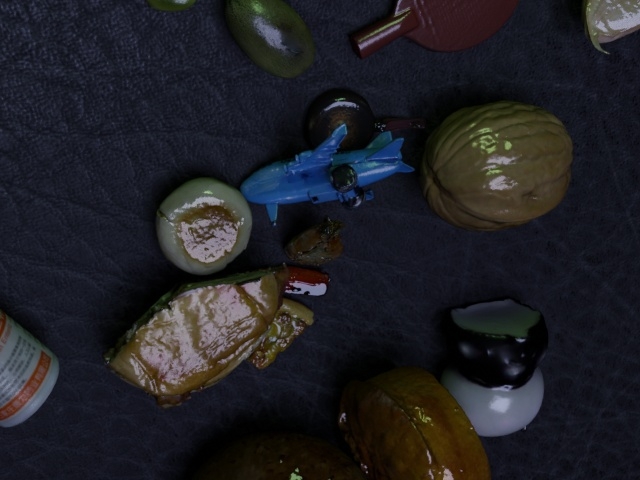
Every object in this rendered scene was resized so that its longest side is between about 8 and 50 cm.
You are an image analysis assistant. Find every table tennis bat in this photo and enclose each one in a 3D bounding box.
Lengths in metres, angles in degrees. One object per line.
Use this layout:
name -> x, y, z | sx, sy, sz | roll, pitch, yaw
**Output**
table tennis bat -> 0.186, -0.374, 1.982 | 0.310, 0.038, 0.200 | -30, 121, -7

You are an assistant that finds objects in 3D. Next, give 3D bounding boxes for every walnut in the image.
walnut -> 0.287, -0.117, 2.044 | 0.261, 0.225, 0.225 | -10, 117, -23

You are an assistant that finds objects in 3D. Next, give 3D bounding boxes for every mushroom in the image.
mushroom -> -0.044, 0.486, 2.181 | 0.356, 0.331, 0.334 | 3, 73, -59

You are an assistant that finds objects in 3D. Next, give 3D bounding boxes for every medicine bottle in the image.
medicine bottle -> -0.521, 0.158, 1.889 | 0.144, 0.144, 0.252 | -45, 120, 3

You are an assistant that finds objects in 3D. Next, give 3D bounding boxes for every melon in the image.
melon -> -0.075, -0.308, 1.875 | 0.099, 0.099, 0.162 | -46, 118, 3

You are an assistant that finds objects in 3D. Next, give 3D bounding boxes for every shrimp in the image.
shrimp -> 0.000, 0.000, 2.026 | 0.091, 0.184, 0.043 | 10, 68, -13

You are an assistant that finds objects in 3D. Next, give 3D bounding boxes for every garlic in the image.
garlic -> 0.512, -0.402, 2.028 | 0.245, 0.164, 0.145 | -33, 139, 2

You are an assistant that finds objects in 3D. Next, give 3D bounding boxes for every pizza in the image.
pizza -> -0.090, 0.154, 2.113 | 0.175, 0.046, 0.134 | -8, 116, -19

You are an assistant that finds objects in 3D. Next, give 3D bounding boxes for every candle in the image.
candle -> -0.065, 0.067, 2.090 | 0.162, 0.053, 0.048 | 4, 153, -17

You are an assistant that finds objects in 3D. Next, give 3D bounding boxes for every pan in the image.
pan -> 0.077, -0.181, 2.029 | 0.212, 0.040, 0.115 | 0, 119, -21

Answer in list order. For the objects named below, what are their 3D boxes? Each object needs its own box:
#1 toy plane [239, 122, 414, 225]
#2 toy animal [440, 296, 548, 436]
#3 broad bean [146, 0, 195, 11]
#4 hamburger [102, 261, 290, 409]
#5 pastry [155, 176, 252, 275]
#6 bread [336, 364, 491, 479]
toy plane -> 0.007, -0.098, 1.983 | 0.271, 0.105, 0.254 | -19, 157, 5
toy animal -> 0.308, 0.232, 2.242 | 0.187, 0.165, 0.235 | -8, 118, -16
broad bean -> -0.219, -0.359, 1.825 | 0.083, 0.045, 0.063 | 17, 105, -19
hamburger -> -0.196, 0.145, 1.987 | 0.282, 0.155, 0.245 | 4, 99, -6
pastry -> -0.182, -0.026, 1.968 | 0.156, 0.092, 0.156 | -9, 114, -20
bread -> 0.152, 0.354, 2.168 | 0.172, 0.312, 0.312 | -28, 122, -23
